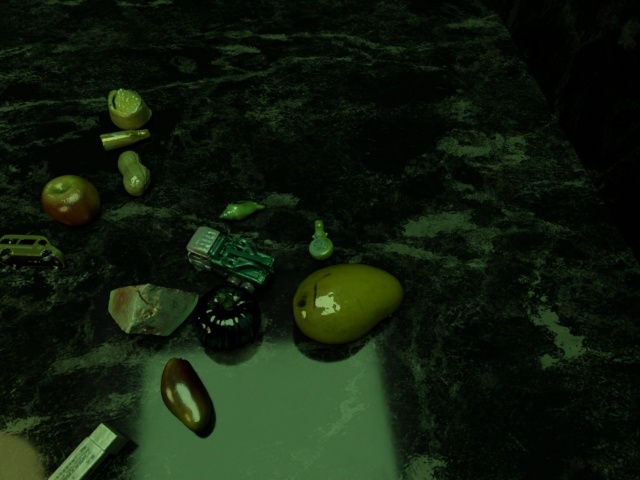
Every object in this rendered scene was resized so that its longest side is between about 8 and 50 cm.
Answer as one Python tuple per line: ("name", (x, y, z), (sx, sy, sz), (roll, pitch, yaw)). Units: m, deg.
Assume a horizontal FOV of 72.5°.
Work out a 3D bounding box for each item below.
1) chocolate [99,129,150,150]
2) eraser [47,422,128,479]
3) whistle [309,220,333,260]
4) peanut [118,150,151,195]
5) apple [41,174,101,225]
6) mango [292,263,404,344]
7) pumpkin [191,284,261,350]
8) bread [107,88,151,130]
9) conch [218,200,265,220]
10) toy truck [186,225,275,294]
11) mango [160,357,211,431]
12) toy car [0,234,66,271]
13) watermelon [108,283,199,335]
("chocolate", (-0.931, -0.491, 2.091), (0.219, 0.085, 0.085), (-20, 62, -19))
("eraser", (-0.732, 0.704, 1.331), (0.081, 0.124, 0.279), (31, 61, 15))
("whistle", (0.000, 0.000, 1.864), (0.104, 0.057, 0.198), (-12, 50, 7))
("peanut", (-0.835, -0.309, 1.961), (0.124, 0.123, 0.256), (-19, 58, -15))
("apple", (-1.035, -0.164, 1.826), (0.210, 0.173, 0.235), (-31, 56, -16))
("mango", (0.112, 0.225, 1.633), (0.445, 0.220, 0.301), (-10, 57, -14))
("pumpkin", (-0.335, 0.261, 1.564), (0.248, 0.248, 0.247), (2, 58, -3))
("bread", (-0.932, -0.638, 2.125), (0.197, 0.170, 0.197), (4, 68, -10))
("conch", (-0.350, -0.135, 1.908), (0.201, 0.079, 0.095), (-22, 48, -36))
("toy truck", (-0.346, 0.068, 1.725), (0.364, 0.178, 0.176), (19, 59, 11))
("mango", (-0.458, 0.521, 1.470), (0.133, 0.111, 0.267), (-19, 59, -33))
("toy car", (-1.134, 0.044, 1.727), (0.257, 0.101, 0.124), (2, 55, -1))
("watermelon", (-0.621, 0.227, 1.592), (0.310, 0.232, 0.193), (21, 93, -10))
